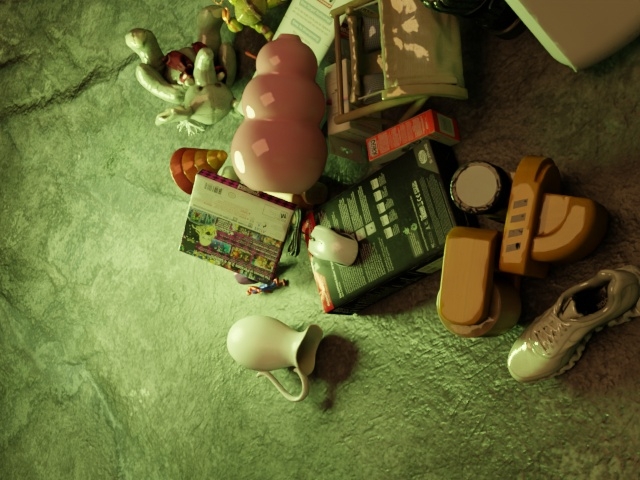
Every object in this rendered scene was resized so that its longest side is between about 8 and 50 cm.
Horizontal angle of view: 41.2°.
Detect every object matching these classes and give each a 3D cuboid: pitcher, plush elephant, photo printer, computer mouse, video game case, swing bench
[{"bbox_3d":[-0.106,0.261,1.904,0.207,0.125,0.177,5,88,32],"label":"pitcher"},{"bbox_3d":[-0.303,-0.394,2.117,0.255,0.272,0.329,32,134,55],"label":"plush elephant"},{"bbox_3d":[0.437,-0.448,1.408,0.256,0.307,0.107,-40,26,16],"label":"photo printer"},{"bbox_3d":[0.000,0.000,1.776,0.193,0.042,0.106,19,94,44],"label":"computer mouse"},{"bbox_3d":[-0.188,-0.027,1.910,0.232,0.042,0.210,20,120,4],"label":"video game case"},{"bbox_3d":[0.150,-0.376,1.690,0.255,0.165,0.253,-20,70,60],"label":"swing bench"}]

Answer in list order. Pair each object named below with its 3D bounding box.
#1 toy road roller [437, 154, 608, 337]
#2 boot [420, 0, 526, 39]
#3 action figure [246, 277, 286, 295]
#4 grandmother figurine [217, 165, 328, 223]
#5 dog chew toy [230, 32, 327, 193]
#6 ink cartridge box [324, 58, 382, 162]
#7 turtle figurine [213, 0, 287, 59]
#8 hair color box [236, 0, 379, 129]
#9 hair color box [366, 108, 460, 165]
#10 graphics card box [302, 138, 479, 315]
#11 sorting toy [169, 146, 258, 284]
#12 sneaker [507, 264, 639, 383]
[{"bbox_3d":[0.352,0.017,1.469,0.241,0.203,0.329,10,90,30],"label":"toy road roller"},{"bbox_3d":[0.339,-0.544,1.536,0.131,0.260,0.347,38,108,41],"label":"boot"},{"bbox_3d":[-0.134,0.113,2.009,0.115,0.038,0.030,-16,76,39],"label":"action figure"},{"bbox_3d":[-0.134,-0.118,2.011,0.343,0.104,0.207,14,91,42],"label":"grandmother figurine"},{"bbox_3d":[-0.081,-0.268,1.801,0.207,0.207,0.331,10,98,44],"label":"dog chew toy"},{"bbox_3d":[0.074,-0.276,1.835,0.067,0.115,0.198,-13,74,41],"label":"ink cartridge box"},{"bbox_3d":[-0.164,-0.587,2.075,0.217,0.087,0.269,-41,89,15],"label":"turtle figurine"},{"bbox_3d":[-0.027,-0.410,1.956,0.185,0.114,0.374,44,113,38],"label":"hair color box"},{"bbox_3d":[0.187,-0.202,1.731,0.167,0.093,0.053,-20,68,40],"label":"hair color box"},{"bbox_3d":[0.136,-0.019,1.745,0.371,0.094,0.232,-33,61,36],"label":"graphics card box"},{"bbox_3d":[-0.207,-0.069,1.982,0.126,0.127,0.365,-21,100,36],"label":"sorting toy"},{"bbox_3d":[0.416,0.139,1.440,0.292,0.118,0.110,-47,56,28],"label":"sneaker"}]
